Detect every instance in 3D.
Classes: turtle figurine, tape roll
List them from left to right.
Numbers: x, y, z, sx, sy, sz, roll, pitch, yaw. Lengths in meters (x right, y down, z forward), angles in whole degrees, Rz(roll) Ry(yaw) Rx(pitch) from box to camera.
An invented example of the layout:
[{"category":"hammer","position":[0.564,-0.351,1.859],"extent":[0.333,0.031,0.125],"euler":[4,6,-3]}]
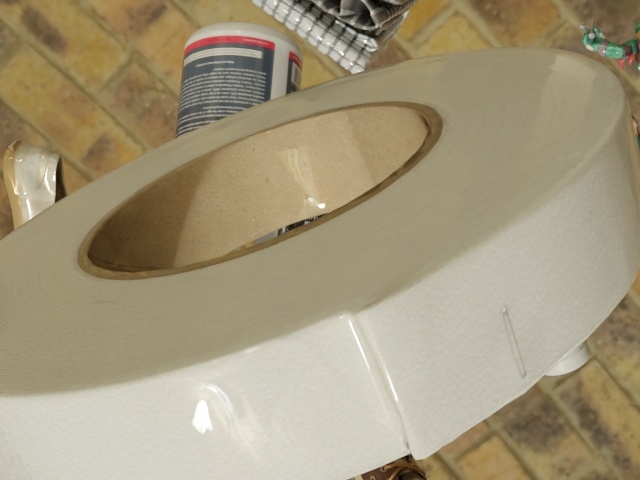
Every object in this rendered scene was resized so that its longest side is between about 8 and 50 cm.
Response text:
[{"category":"tape roll","position":[-0.023,-0.002,0.517],"extent":[0.392,0.392,0.072],"euler":[-83,-26,-67]},{"category":"turtle figurine","position":[0.485,-0.299,1.356],"extent":[0.118,0.175,0.234],"euler":[43,-159,-23]}]

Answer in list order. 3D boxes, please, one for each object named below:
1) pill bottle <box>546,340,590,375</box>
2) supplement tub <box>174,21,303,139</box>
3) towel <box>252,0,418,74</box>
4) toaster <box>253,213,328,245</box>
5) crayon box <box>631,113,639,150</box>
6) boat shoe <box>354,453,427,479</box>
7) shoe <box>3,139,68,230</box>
[{"category":"pill bottle","position":[0.187,0.052,0.803],"extent":[0.067,0.067,0.120],"euler":[-76,-37,-69]},{"category":"supplement tub","position":[-0.129,-0.183,1.466],"extent":[0.191,0.191,0.272],"euler":[22,-112,-54]},{"category":"towel","position":[0.014,-0.358,1.247],"extent":[0.235,0.121,0.283],"euler":[35,-152,0]},{"category":"toaster","position":[0.000,0.000,1.286],"extent":[0.168,0.185,0.110],"euler":[10,175,-26]},{"category":"crayon box","position":[0.229,-0.103,1.195],"extent":[0.202,0.318,0.081],"euler":[-92,-24,-59]},{"category":"boat shoe","position":[0.141,0.422,1.596],"extent":[0.123,0.123,0.342],"euler":[3,-118,-30]},{"category":"shoe","position":[-0.308,-0.012,1.059],"extent":[0.058,0.219,0.076],"euler":[2,-141,0]}]
